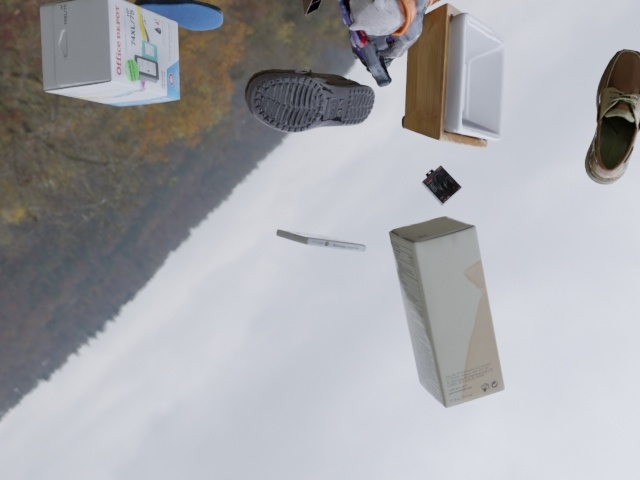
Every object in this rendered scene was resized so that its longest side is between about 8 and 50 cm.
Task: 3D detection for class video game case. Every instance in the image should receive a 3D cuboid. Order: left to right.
[{"bbox_3d":[0.000,0.000,1.631,0.157,0.143,0.019,16,-83,61],"label":"video game case"}]

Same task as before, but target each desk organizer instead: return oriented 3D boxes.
[{"bbox_3d":[-0.006,-0.630,1.922,0.130,0.047,0.050,127,-42,-59],"label":"desk organizer"}]

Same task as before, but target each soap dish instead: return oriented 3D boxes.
[{"bbox_3d":[0.251,-0.290,1.397,0.118,0.229,0.291,4,-175,28],"label":"soap dish"}]

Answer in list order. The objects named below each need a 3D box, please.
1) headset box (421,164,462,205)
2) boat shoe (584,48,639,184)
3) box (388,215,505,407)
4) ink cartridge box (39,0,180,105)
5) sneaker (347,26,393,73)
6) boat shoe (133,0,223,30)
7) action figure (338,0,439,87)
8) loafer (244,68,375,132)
[{"bbox_3d":[0.287,-0.135,1.811,0.062,0.083,0.032,-41,172,-2],"label":"headset box"},{"bbox_3d":[0.713,-0.295,1.788,0.120,0.123,0.324,24,76,-77],"label":"boat shoe"},{"bbox_3d":[0.227,0.124,1.369,0.121,0.311,0.148,-15,-167,-10],"label":"box"},{"bbox_3d":[-0.489,-0.437,1.777,0.197,0.198,0.270,-1,-178,23],"label":"ink cartridge box"},{"bbox_3d":[0.174,-0.518,2.040,0.102,0.146,0.293,-16,-153,-23],"label":"sneaker"},{"bbox_3d":[-0.411,-0.682,2.194,0.109,0.258,0.089,113,-22,-47],"label":"boat shoe"},{"bbox_3d":[0.105,-0.438,1.173,0.178,0.341,0.330,-10,-141,32],"label":"action figure"},{"bbox_3d":[-0.039,-0.329,1.746,0.130,0.366,0.133,38,-63,38],"label":"loafer"}]
